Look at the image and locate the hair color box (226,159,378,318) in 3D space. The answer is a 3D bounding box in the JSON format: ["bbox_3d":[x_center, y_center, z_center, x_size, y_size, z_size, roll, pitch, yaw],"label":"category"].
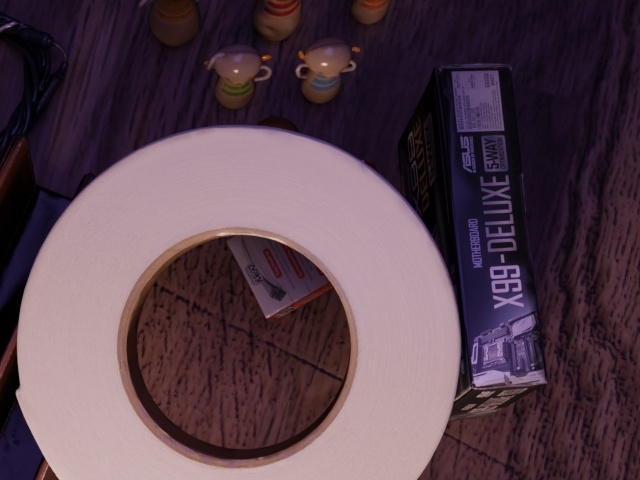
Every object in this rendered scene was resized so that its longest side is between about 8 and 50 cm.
[{"bbox_3d":[0.000,0.000,1.474,0.167,0.053,0.093,-30,80,12],"label":"hair color box"}]

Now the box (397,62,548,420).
[{"bbox_3d":[0.142,0.010,1.422,0.076,0.242,0.307,-3,77,-7],"label":"box"}]

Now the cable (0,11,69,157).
[{"bbox_3d":[-0.361,-0.158,1.511,0.150,0.047,0.184,29,75,2],"label":"cable"}]

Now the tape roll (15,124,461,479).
[{"bbox_3d":[-0.072,0.092,1.274,0.392,0.072,0.392,0,90,0],"label":"tape roll"}]

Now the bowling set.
[{"bbox_3d":[-0.033,-0.190,1.499,0.287,0.154,0.200,-10,77,-8],"label":"bowling set"}]

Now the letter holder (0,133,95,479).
[{"bbox_3d":[-0.275,0.078,1.373,0.152,0.214,0.302,22,74,0],"label":"letter holder"}]
